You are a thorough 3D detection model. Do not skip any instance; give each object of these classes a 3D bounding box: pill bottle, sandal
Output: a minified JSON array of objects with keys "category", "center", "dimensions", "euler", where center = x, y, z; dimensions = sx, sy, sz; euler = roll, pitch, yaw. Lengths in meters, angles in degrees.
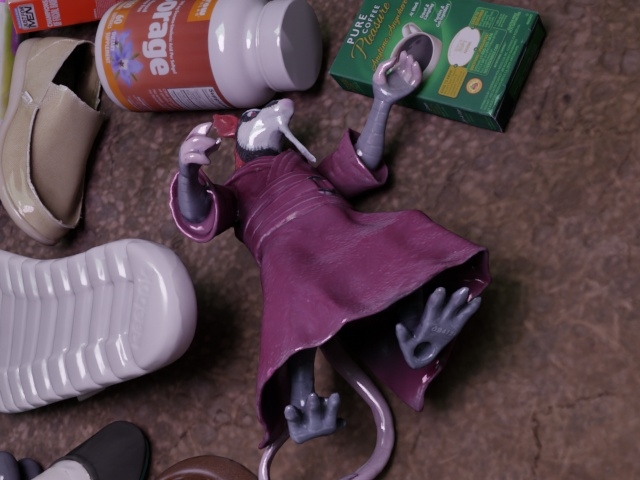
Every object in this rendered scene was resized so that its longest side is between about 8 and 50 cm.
[{"category":"pill bottle","center":[-0.114,-0.195,1.017],"dimensions":[0.216,0.121,0.121],"euler":[1,72,27]},{"category":"sandal","center":[-0.254,0.088,0.991],"dimensions":[0.416,0.102,0.169],"euler":[-4,87,42]}]

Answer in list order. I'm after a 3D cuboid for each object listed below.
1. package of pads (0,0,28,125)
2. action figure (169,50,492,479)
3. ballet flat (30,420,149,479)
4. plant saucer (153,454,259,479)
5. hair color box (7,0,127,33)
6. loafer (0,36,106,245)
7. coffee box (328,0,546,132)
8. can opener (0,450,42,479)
[{"category":"package of pads","center":[-0.460,-0.184,1.157],"dimensions":[0.229,0.101,0.296],"euler":[-4,66,-1]},{"category":"action figure","center":[0.000,0.000,0.888],"dimensions":[0.248,0.275,0.370],"euler":[-13,40,-19]},{"category":"ballet flat","center":[-0.264,0.289,0.920],"dimensions":[0.095,0.096,0.280],"euler":[30,85,33]},{"category":"plant saucer","center":[-0.116,0.277,0.891],"dimensions":[0.169,0.029,0.168],"euler":[-9,67,22]},{"category":"hair color box","center":[-0.277,-0.300,1.133],"dimensions":[0.167,0.053,0.093],"euler":[-14,62,-12]},{"category":"loafer","center":[-0.292,-0.124,1.089],"dimensions":[0.092,0.102,0.268],"euler":[-18,62,23]},{"category":"coffee box","center":[0.110,-0.180,0.947],"dimensions":[0.184,0.040,0.113],"euler":[19,80,30]},{"category":"can opener","center":[-0.412,0.284,1.008],"dimensions":[0.280,0.074,0.093],"euler":[-28,60,14]}]
